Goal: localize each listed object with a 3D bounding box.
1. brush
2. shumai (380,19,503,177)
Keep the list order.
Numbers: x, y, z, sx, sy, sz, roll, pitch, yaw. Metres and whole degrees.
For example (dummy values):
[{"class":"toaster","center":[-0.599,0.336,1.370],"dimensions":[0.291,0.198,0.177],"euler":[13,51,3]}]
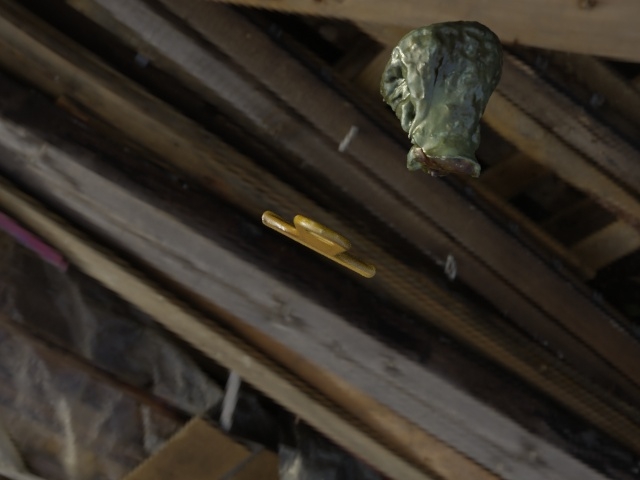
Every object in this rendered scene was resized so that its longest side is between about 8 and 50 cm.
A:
[{"class":"brush","center":[0.000,0.000,0.821],"dimensions":[0.103,0.013,0.272],"euler":[27,177,0]},{"class":"shumai","center":[0.078,-0.076,0.631],"dimensions":[0.082,0.080,0.083],"euler":[-28,156,7]}]
